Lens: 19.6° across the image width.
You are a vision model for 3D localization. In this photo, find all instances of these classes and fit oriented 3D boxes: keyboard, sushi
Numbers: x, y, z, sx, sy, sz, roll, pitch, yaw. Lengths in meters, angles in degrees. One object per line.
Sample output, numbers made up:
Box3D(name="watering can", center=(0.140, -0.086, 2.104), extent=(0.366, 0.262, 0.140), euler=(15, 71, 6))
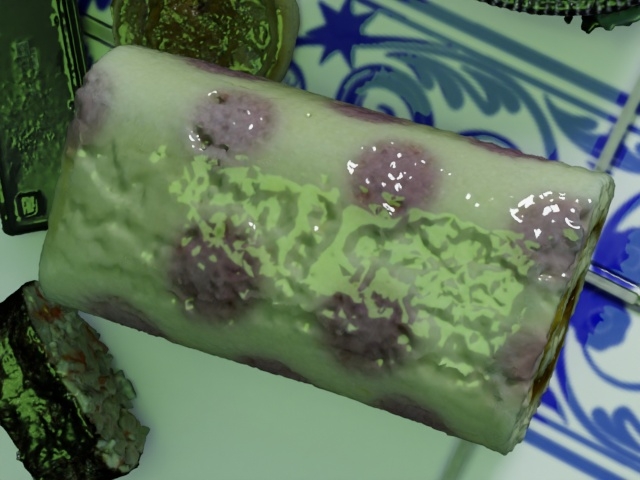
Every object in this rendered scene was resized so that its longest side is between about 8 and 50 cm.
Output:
Box3D(name="keyboard", center=(-0.209, -0.122, 1.326), extent=(0.093, 0.025, 0.230), euler=(-10, 88, 15))
Box3D(name="sushi", center=(-0.183, 0.105, 1.291), extent=(0.078, 0.090, 0.150), euler=(-31, 84, 19))

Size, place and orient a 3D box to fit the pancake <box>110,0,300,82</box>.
Box3D(name="pancake", center=(-0.080, -0.149, 1.288), extent=(0.139, 0.022, 0.140), euler=(0, 91, 16))

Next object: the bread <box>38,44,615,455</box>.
Box3D(name="bread", center=(0.000, 0.000, 1.192), extent=(0.338, 0.155, 0.187), euler=(18, 105, 14))

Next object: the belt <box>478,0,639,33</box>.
Box3D(name="belt", center=(0.120, -0.280, 1.107), extent=(0.325, 0.122, 0.260), euler=(39, 128, -16))
